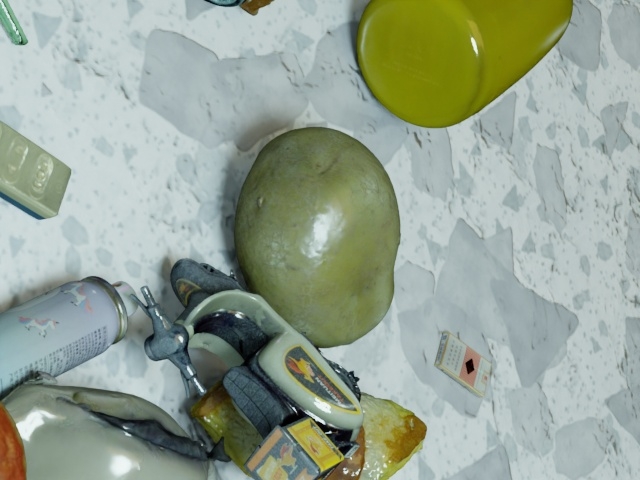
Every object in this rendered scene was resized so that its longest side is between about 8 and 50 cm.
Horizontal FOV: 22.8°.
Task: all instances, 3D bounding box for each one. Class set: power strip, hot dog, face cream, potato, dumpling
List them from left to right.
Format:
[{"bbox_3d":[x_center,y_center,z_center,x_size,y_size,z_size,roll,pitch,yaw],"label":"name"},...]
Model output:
[{"bbox_3d":[-0.283,-0.069,1.447,0.123,0.032,0.056,35,60,-36],"label":"power strip"},{"bbox_3d":[-0.255,0.091,1.413,0.229,0.075,0.075,-27,101,-45],"label":"face cream"},{"bbox_3d":[-0.187,0.232,1.397,0.293,0.163,0.204,38,52,-47],"label":"dumpling"},{"bbox_3d":[-0.017,0.199,1.610,0.262,0.093,0.123,17,45,-19],"label":"hot dog"},{"bbox_3d":[0.000,0.000,1.635,0.178,0.160,0.235,-17,112,-8],"label":"potato"}]

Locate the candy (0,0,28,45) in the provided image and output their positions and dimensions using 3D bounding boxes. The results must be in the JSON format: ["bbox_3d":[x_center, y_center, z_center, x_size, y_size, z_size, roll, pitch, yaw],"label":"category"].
[{"bbox_3d":[-0.340,-0.324,1.427,0.092,0.093,0.335,-24,114,-2],"label":"candy"}]

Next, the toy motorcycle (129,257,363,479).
[{"bbox_3d":[-0.068,0.119,1.501,0.263,0.091,0.157,46,29,15],"label":"toy motorcycle"}]

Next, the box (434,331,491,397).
[{"bbox_3d":[0.169,0.147,1.871,0.083,0.012,0.046,37,57,-34],"label":"box"}]

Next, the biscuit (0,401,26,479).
[{"bbox_3d":[-0.419,0.164,1.168,0.394,0.076,0.368,-26,95,-32],"label":"biscuit"}]

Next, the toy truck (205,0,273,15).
[{"bbox_3d":[-0.121,-0.359,1.575,0.305,0.162,0.136,30,62,-37],"label":"toy truck"}]

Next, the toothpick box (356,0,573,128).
[{"bbox_3d":[0.180,-0.252,1.854,0.271,0.175,0.175,-34,106,-47],"label":"toothpick box"}]
